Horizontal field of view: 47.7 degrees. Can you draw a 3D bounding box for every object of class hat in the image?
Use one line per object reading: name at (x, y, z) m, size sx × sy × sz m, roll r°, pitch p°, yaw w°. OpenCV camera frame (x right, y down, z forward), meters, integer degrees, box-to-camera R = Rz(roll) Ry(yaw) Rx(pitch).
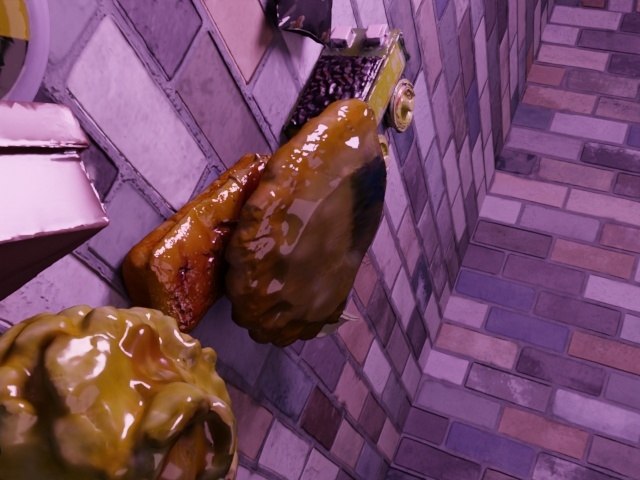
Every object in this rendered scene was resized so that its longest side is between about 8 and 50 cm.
hat at (-0.008, 0.106, 1.165) m, size 0.166 × 0.122 × 0.081 m, roll 20°, pitch 56°, yaw -33°

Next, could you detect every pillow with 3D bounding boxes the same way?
pillow at (-0.021, -0.316, 0.966) m, size 0.150 × 0.048 × 0.090 m, roll -9°, pitch 115°, yaw -63°

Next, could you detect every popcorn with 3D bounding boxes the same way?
popcorn at (-0.188, 0.180, 0.649) m, size 0.224 × 0.270 × 0.258 m, roll -47°, pitch -172°, yaw -2°

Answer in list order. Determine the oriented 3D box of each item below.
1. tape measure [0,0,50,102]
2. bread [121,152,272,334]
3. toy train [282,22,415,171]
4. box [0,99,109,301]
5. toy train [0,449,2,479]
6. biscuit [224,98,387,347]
tape measure at (-0.264, -0.130, 0.449) m, size 0.178 × 0.105 × 0.196 m, roll -1°, pitch 104°, yaw -59°
bread at (-0.127, -0.005, 0.880) m, size 0.271 × 0.077 × 0.139 m, roll -47°, pitch 142°, yaw -45°
toy train at (0.050, -0.197, 1.110) m, size 0.261 × 0.134 × 0.177 m, roll -66°, pitch 148°, yaw -23°
box at (-0.262, 0.011, 0.395) m, size 0.086 × 0.215 × 0.215 m, roll 63°, pitch 25°, yaw 5°
toy train at (-0.267, 0.223, 0.453) m, size 0.145 × 0.202 × 0.266 m, roll -20°, pitch 141°, yaw -54°
biscuit at (0.000, 0.000, 0.963) m, size 0.329 × 0.078 × 0.335 m, roll -55°, pitch 151°, yaw -21°
